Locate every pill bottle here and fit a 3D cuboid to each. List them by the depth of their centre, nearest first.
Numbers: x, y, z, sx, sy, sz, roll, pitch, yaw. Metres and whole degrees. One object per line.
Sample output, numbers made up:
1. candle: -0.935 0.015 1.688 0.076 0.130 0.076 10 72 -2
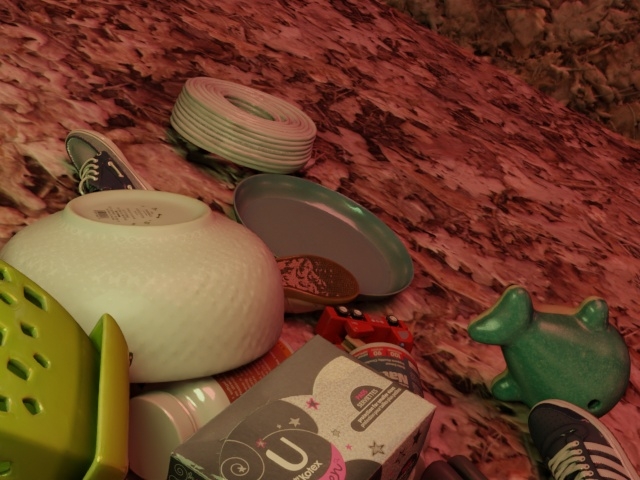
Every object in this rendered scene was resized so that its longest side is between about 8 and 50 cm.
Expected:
1. pill bottle: -0.120 0.179 1.106 0.121 0.121 0.216 38 28 19
2. pill bottle: 0.078 0.218 1.237 0.108 0.108 0.180 20 28 -15

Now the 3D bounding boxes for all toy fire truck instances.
1. toy fire truck: 0.057 0.149 1.395 0.192 0.047 0.135 13 27 -29

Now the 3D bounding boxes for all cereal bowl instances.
1. cereal bowl: -0.203 0.029 1.137 0.339 0.141 0.339 4 17 -1

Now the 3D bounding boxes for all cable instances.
1. cable: -0.132 -0.202 1.768 0.257 0.089 0.257 27 19 7

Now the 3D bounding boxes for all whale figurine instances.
1. whale figurine: 0.334 0.170 1.449 0.272 0.216 0.141 35 20 -35

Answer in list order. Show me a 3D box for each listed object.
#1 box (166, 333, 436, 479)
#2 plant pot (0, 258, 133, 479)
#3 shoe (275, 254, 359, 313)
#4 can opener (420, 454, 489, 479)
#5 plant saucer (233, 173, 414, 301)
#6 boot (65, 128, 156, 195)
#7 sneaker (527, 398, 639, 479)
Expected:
1. box: -0.019 0.233 1.009 0.163 0.142 0.247 29 38 23
2. plant pot: -0.290 0.164 0.872 0.207 0.228 0.227 23 26 -23
3. shoe: -0.048 0.062 1.428 0.219 0.058 0.076 7 57 -27
4. can opener: 0.229 0.322 1.080 0.076 0.095 0.283 -1 35 -45
5. plant saucer: 0.000 0.000 1.621 0.318 0.043 0.317 23 27 -12
6. boot: -0.319 -0.094 1.455 0.190 0.069 0.086 39 26 17
7. sneaker: 0.337 0.320 1.312 0.153 0.099 0.282 4 38 -42
